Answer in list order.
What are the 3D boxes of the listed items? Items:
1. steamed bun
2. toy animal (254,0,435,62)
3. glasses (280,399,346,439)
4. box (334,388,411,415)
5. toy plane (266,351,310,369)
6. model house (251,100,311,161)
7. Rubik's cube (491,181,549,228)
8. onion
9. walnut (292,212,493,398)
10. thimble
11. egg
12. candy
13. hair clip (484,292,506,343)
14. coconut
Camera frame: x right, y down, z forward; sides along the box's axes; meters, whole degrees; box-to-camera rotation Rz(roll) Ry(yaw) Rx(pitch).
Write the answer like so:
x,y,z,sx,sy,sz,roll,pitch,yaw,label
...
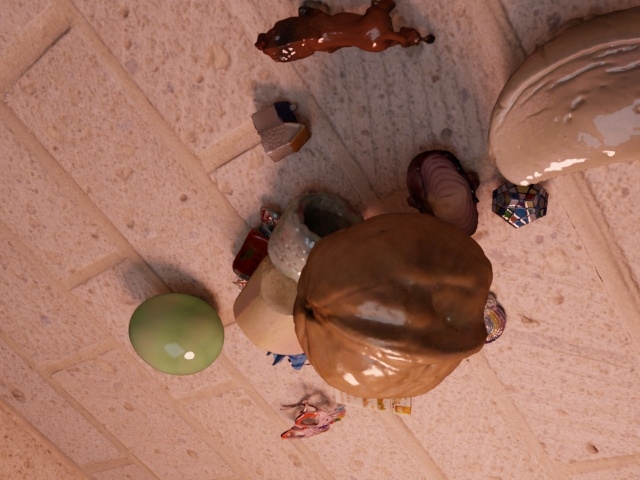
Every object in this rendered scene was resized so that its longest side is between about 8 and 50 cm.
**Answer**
x,y,z,sx,sy,sz,roll,pitch,yaw,label
0.461,-0.241,0.867,0.383,0.247,0.236,-10,109,31,steamed bun
0.037,-0.366,0.978,0.312,0.157,0.097,3,125,18,toy animal
-0.027,0.545,1.691,0.162,0.095,0.255,14,138,-23,glasses
0.149,0.439,1.576,0.220,0.032,0.122,4,126,16,box
-0.043,0.286,1.511,0.246,0.078,0.169,-16,117,20,toy plane
-0.078,-0.235,1.162,0.100,0.088,0.101,-25,81,6,model house
0.397,-0.076,1.095,0.093,0.111,0.111,9,130,44,Rubik's cube
0.248,-0.096,1.133,0.098,0.151,0.206,2,123,60,onion
0.134,0.120,1.026,0.381,0.381,0.381,9,126,13,walnut
0.000,0.000,1.227,0.211,0.185,0.149,25,130,-10,thimble
-0.396,0.255,1.516,0.269,0.220,0.220,16,128,20,egg
-0.162,0.030,1.381,0.086,0.059,0.292,28,128,-5,candy
0.383,0.206,1.332,0.116,0.049,0.172,32,120,-21,hair clip
-0.079,0.155,1.333,0.239,0.239,0.244,34,123,-6,coconut
